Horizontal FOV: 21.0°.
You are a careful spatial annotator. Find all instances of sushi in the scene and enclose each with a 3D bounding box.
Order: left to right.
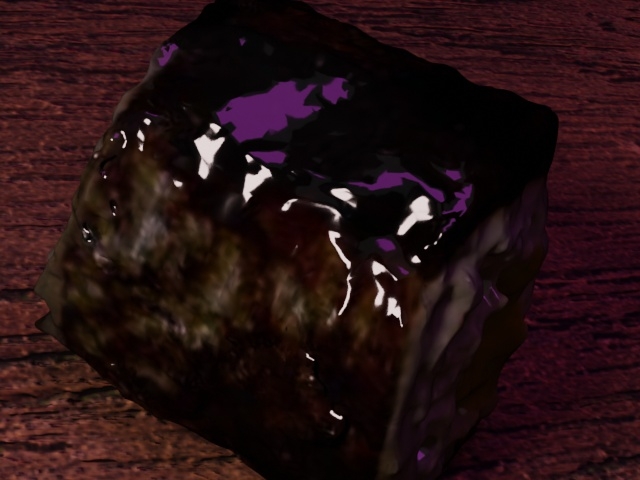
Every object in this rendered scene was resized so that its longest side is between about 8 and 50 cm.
[{"bbox_3d":[-0.002,-0.001,1.195,0.294,0.299,0.281,29,19,18],"label":"sushi"}]
